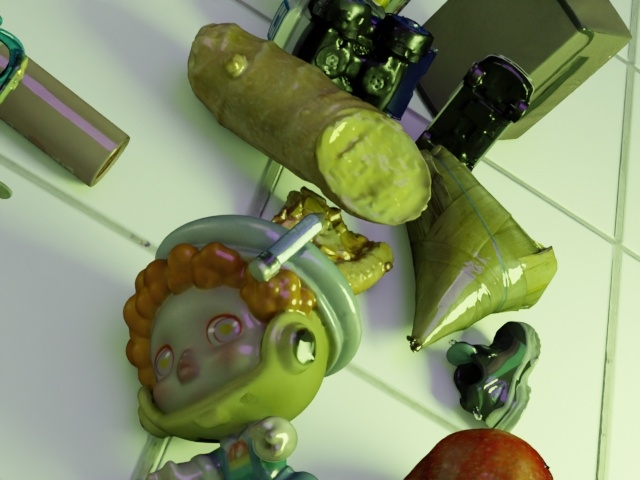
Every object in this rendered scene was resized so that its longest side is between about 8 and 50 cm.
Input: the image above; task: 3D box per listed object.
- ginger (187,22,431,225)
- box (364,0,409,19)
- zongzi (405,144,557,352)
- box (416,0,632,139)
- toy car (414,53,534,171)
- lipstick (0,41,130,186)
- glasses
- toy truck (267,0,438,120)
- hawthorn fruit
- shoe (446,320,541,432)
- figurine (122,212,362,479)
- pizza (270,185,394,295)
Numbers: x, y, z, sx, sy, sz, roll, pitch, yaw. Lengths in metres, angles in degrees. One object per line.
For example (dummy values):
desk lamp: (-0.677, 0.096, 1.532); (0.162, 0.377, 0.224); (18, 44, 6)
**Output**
ginger: (-0.016, -0.134, 1.542); (0.354, 0.126, 0.190); (39, -4, 26)
box: (0.060, -0.391, 1.811); (0.168, 0.097, 0.265); (41, 7, 3)
zongzi: (0.127, 0.012, 1.578); (0.256, 0.115, 0.228); (-25, 63, -36)
box: (0.267, -0.271, 1.838); (0.153, 0.252, 0.188); (-3, 56, -47)
toy car: (0.204, -0.164, 1.710); (0.089, 0.210, 0.108); (39, 44, 3)
lipstick: (-0.321, -0.160, 1.398); (0.254, 0.070, 0.070); (38, 38, -2)
glasses: (-0.393, -0.108, 1.282); (0.239, 0.102, 0.207); (-7, 90, -25)
toy truck: (0.034, -0.247, 1.723); (0.213, 0.161, 0.177); (21, 23, -22)
hawthorn fruit: (0.158, 0.265, 1.307); (0.169, 0.169, 0.188); (43, 35, 4)
shoe: (0.189, 0.143, 1.520); (0.099, 0.071, 0.169); (26, 41, -7)
figurine: (-0.070, 0.170, 1.233); (0.205, 0.224, 0.382); (23, 60, -46)
pizza: (0.000, 0.000, 1.510); (0.182, 0.062, 0.161); (0, 48, -37)
